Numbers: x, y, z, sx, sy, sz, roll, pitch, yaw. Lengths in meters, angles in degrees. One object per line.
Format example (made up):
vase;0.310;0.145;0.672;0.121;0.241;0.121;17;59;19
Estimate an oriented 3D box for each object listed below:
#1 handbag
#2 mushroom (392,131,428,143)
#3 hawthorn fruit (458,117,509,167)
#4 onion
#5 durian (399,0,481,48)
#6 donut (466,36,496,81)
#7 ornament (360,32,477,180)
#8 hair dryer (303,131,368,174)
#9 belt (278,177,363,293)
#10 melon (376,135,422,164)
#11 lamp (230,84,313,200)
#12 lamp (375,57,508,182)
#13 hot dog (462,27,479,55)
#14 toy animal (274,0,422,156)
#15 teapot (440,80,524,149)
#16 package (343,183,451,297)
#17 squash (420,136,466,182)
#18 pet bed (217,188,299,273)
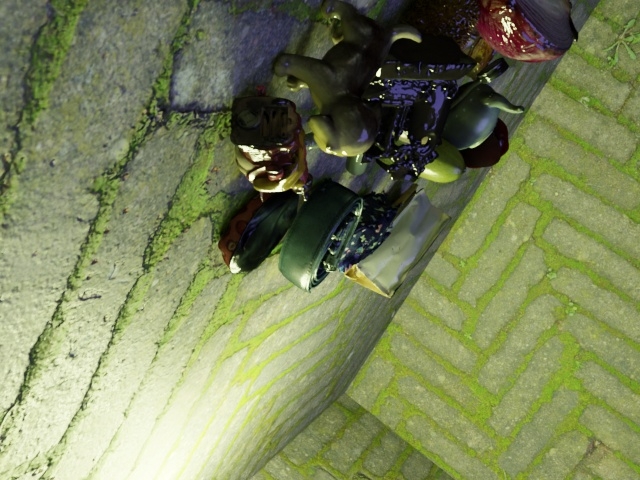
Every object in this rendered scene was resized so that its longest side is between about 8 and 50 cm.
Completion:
handbag;0.101;-0.024;1.783;0.260;0.113;0.162;-35;150;-46
mushroom;0.188;-0.275;1.409;0.127;0.166;0.166;-24;-177;33
hawthorn fruit;0.498;-0.313;2.201;0.189;0.189;0.251;-57;168;12
onion;0.373;-0.495;1.448;0.349;0.267;0.159;0;166;-45
durian;0.222;-0.400;1.306;0.158;0.137;0.168;-39;166;33
donut;0.376;-0.469;1.716;0.181;0.078;0.146;-11;134;-62
ornament;0.132;-0.223;1.232;0.251;0.106;0.260;-4;130;-32
hair dryer;0.033;-0.176;1.323;0.267;0.092;0.229;-40;154;-16
belt;0.000;0.000;1.526;0.206;0.116;0.267;-41;158;-52
melon;0.169;-0.224;1.554;0.114;0.114;0.167;-53;166;-2
lamp;-0.072;-0.127;1.069;0.118;0.118;0.253;-51;168;-11
lamp;0.300;-0.267;1.640;0.371;0.108;0.130;-39;-169;19
hot dog;0.290;-0.408;1.610;0.252;0.069;0.131;-60;173;30
toy animal;0.031;-0.236;1.039;0.233;0.169;0.121;-65;166;-12
teapot;0.386;-0.319;1.840;0.294;0.129;0.193;-31;-156;57
package;0.193;-0.022;2.052;0.311;0.221;0.165;-49;124;-12
squash;0.285;-0.212;1.801;0.123;0.187;0.123;-56;167;-20
pet bed;-0.108;-0.022;1.281;0.201;0.053;0.201;-47;163;-20
